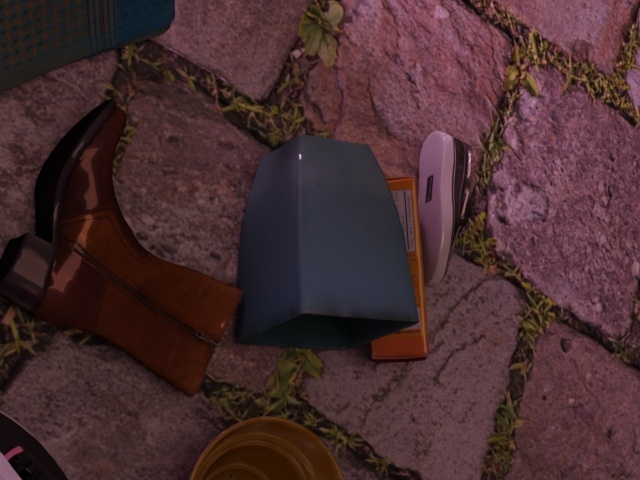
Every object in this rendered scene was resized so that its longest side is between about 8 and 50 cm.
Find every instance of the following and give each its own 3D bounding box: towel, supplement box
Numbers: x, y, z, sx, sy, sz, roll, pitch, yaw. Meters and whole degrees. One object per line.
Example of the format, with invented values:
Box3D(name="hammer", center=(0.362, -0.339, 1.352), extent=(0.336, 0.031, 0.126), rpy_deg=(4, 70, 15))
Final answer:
Box3D(name="towel", center=(-0.270, -0.360, 1.437), extent=(0.271, 0.040, 0.370), rpy_deg=(-26, 139, -32))
Box3D(name="supplement box", center=(0.096, 0.039, 1.700), extent=(0.080, 0.078, 0.234), rpy_deg=(-2, 81, 3))

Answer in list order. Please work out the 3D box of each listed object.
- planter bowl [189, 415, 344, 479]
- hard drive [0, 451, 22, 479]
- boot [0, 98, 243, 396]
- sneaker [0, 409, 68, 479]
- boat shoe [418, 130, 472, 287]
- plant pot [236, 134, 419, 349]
Box3D(name="planter bowl", center=(-0.082, 0.317, 1.541), extent=(0.217, 0.090, 0.217), rpy_deg=(7, 77, -31))
Box3D(name="hard drive", center=(-0.312, 0.380, 1.331), extent=(0.308, 0.203, 0.040), rpy_deg=(56, 23, -12))
Box3D(name="boot", center=(-0.201, 0.008, 1.520), extent=(0.280, 0.096, 0.264), rpy_deg=(30, 67, -25))
Box3D(name="sneaker", center=(-0.287, 0.280, 1.386), extent=(0.104, 0.147, 0.296), rpy_deg=(-42, 103, -29))
Box3D(name="boat shoe", center=(0.172, -0.039, 1.773), extent=(0.070, 0.077, 0.219), rpy_deg=(17, 71, -28))
Box3D(name="plant pot", center=(0.000, 0.000, 1.612), extent=(0.165, 0.165, 0.234), rpy_deg=(6, 72, -31))
